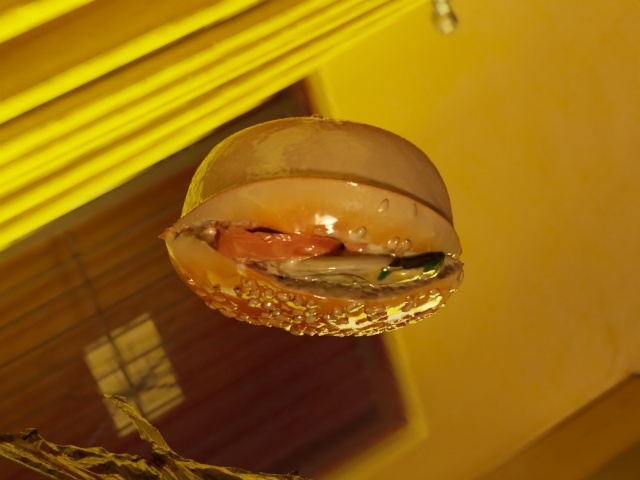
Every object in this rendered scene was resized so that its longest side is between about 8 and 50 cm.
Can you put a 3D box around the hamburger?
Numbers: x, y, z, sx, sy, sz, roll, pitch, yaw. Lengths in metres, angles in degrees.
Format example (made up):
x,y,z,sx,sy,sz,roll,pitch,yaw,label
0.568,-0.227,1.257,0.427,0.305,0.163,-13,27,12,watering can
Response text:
x,y,z,sx,sy,sz,roll,pitch,yaw,label
-0.004,0.000,0.989,0.237,0.237,0.147,132,-36,-70,hamburger

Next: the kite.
x,y,z,sx,sy,sz,roll,pitch,yaw,label
-0.118,0.209,1.195,0.368,0.406,0.014,32,-76,54,kite
